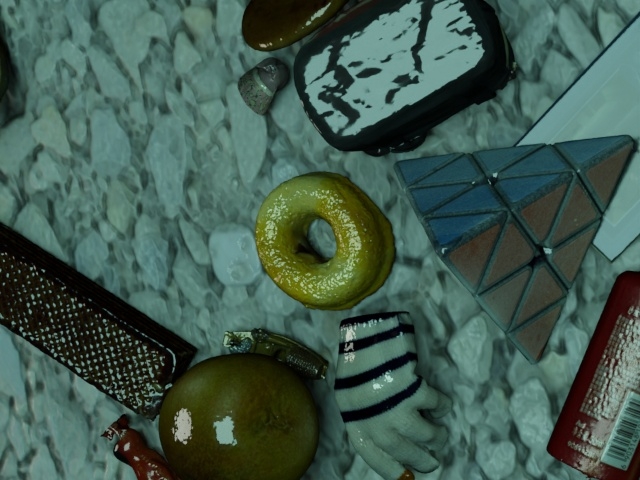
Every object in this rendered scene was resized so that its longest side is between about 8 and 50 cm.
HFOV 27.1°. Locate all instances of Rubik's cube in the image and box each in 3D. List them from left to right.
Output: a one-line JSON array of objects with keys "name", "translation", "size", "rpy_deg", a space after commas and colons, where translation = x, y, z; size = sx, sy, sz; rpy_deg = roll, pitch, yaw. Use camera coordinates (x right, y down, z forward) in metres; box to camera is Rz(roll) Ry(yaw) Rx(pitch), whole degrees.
[{"name": "Rubik's cube", "translation": [0.218, -0.012, 1.588], "size": [0.233, 0.228, 0.228], "rpy_deg": [16, 63, -12]}]

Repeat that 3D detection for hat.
[{"name": "hat", "translation": [-0.071, -0.207, 1.746], "size": [0.058, 0.042, 0.087], "rpy_deg": [47, 139, 14]}]

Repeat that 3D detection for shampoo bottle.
[{"name": "shampoo bottle", "translation": [0.380, 0.138, 1.590], "size": [0.118, 0.076, 0.314], "rpy_deg": [23, 99, 17]}]

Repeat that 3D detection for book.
[{"name": "book", "translation": [0.378, -0.132, 1.604], "size": [0.191, 0.025, 0.269], "rpy_deg": [46, 105, 12]}]

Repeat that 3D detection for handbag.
[{"name": "handbag", "translation": [0.101, -0.215, 1.610], "size": [0.254, 0.181, 0.181], "rpy_deg": [-31, 82, 15]}]

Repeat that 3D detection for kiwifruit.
[{"name": "kiwifruit", "translation": [-0.108, 0.237, 1.686], "size": [0.234, 0.196, 0.195], "rpy_deg": [-10, 89, 62]}]

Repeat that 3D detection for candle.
[{"name": "candle", "translation": [-0.176, 0.368, 1.799], "size": [0.329, 0.048, 0.051], "rpy_deg": [44, 96, 11]}]

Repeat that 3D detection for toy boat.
[{"name": "toy boat", "translation": [-0.059, 0.149, 1.749], "size": [0.149, 0.049, 0.047], "rpy_deg": [18, 99, 17]}]

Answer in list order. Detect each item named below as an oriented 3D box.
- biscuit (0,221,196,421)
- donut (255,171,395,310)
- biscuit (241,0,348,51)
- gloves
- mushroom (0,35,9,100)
[{"name": "biscuit", "translation": [-0.350, 0.104, 1.832], "size": [0.388, 0.073, 0.107], "rpy_deg": [31, 103, 15]}, {"name": "donut", "translation": [-0.002, 0.001, 1.710], "size": [0.174, 0.075, 0.190], "rpy_deg": [-27, 84, 18]}, {"name": "biscuit", "translation": [-0.019, -0.317, 1.649], "size": [0.212, 0.212, 0.036], "rpy_deg": [-35, 121, 17]}, {"name": "gloves", "translation": [0.083, 0.204, 1.667], "size": [0.140, 0.131, 0.218], "rpy_deg": [-10, 80, 21]}, {"name": "mushroom", "translation": [-0.558, -0.271, 1.829], "size": [0.164, 0.189, 0.267], "rpy_deg": [-28, 108, 31]}]
